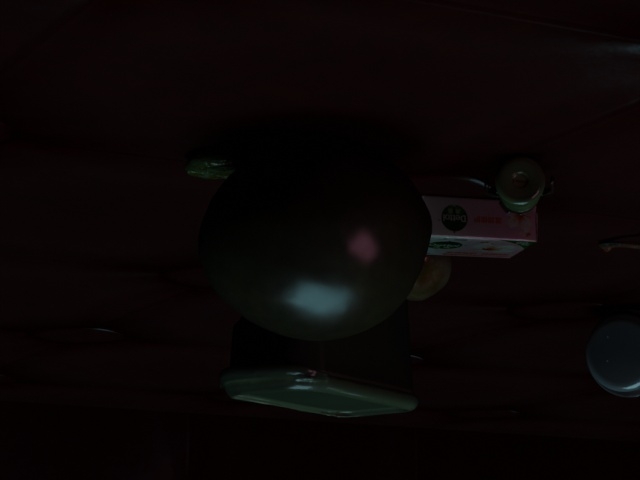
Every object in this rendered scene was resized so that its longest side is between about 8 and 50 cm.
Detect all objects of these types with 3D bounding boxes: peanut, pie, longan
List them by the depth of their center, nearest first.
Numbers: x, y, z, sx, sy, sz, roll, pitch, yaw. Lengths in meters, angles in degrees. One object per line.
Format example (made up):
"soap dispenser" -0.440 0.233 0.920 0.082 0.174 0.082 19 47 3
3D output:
"longan" 0.000 0.000 1.722 0.212 0.198 0.198 11 164 -43
"pie" -0.085 -0.070 1.785 0.085 0.017 0.085 0 169 0
"peanut" 0.103 0.029 2.112 0.076 0.076 0.152 1 173 -2

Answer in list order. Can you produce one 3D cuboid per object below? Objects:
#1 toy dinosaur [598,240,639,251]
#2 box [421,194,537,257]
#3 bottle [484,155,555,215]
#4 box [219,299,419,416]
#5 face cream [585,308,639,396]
"toy dinosaur" 0.449 0.019 2.116 0.279 0.055 0.101 -4 158 24
"box" 0.151 -0.013 1.982 0.125 0.043 0.089 2 167 -12
"bottle" 0.187 -0.050 1.821 0.063 0.047 0.101 27 175 8
"box" 0.001 0.100 2.187 0.138 0.178 0.274 -7 165 30
"face cream" 0.415 0.150 2.561 0.117 0.117 0.104 -6 174 27
